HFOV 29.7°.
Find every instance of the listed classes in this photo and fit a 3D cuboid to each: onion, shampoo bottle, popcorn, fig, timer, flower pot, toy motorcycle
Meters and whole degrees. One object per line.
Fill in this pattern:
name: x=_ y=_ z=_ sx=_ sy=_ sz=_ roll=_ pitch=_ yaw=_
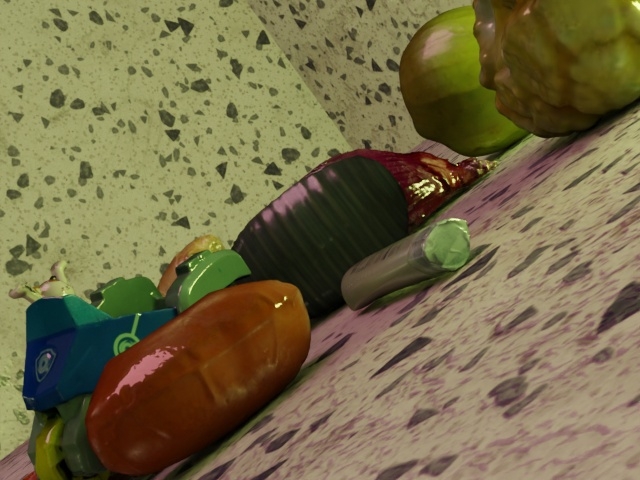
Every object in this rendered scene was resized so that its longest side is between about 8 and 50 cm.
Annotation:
onion: x=0.069 y=-0.067 z=1.743 sx=0.348 sy=0.159 sz=0.267 roll=-37 pitch=6 yaw=-1
shampoo bottle: x=0.083 y=0.026 z=1.232 sx=0.072 sy=0.049 sz=0.212 roll=-33 pitch=1 yaw=-24
popcorn: x=0.340 y=-0.277 z=1.469 sx=0.292 sy=0.294 sz=0.334 roll=0 pitch=38 yaw=-1
fig: x=0.261 y=-0.254 z=1.860 sx=0.271 sy=0.239 sz=0.239 roll=-19 pitch=12 yaw=33
timer: x=-0.336 y=0.158 z=1.752 sx=0.175 sy=0.266 sz=0.175 roll=-36 pitch=4 yaw=3
flower pot: x=0.000 y=0.000 z=1.512 sx=0.243 sy=0.157 sz=0.189 roll=-34 pitch=5 yaw=10
toy motorcycle: x=-0.212 y=0.125 z=1.298 sx=0.191 sy=0.200 sz=0.326 roll=-17 pitch=11 yaw=34

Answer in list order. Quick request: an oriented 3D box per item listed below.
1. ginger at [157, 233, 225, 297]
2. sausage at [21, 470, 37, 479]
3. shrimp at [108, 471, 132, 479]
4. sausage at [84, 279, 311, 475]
ginger: x=-0.260 y=0.169 z=1.928 sx=0.348 sy=0.122 sz=0.363 roll=-46 pitch=-6 yaw=-13
sausage: x=-0.355 y=0.332 z=1.205 sx=0.274 sy=0.074 sz=0.074 roll=-39 pitch=5 yaw=-42
shrimp: x=-0.233 y=0.260 z=1.308 sx=0.178 sy=0.034 sz=0.124 roll=-26 pitch=7 yaw=8
sausage: x=-0.112 y=0.129 z=1.157 sx=0.258 sy=0.133 sz=0.133 roll=-33 pitch=2 yaw=-28
